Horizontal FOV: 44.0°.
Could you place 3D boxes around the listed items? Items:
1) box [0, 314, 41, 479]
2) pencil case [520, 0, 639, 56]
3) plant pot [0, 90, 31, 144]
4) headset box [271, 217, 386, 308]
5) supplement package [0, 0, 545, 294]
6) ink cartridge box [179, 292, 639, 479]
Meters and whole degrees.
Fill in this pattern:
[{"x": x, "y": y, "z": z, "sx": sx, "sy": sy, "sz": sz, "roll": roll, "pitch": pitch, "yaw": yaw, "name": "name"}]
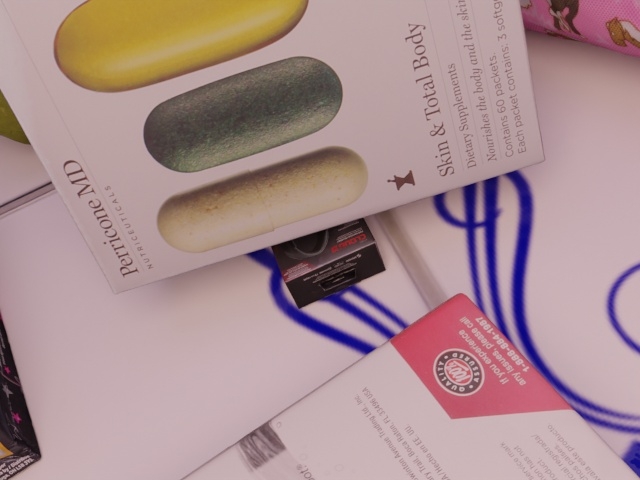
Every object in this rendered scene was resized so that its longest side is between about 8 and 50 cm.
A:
[{"x": -0.310, "y": 0.059, "z": 0.503, "sx": 0.163, "sy": 0.142, "sz": 0.247, "roll": -31, "pitch": 48, "yaw": -6, "name": "box"}, {"x": 0.253, "y": -0.179, "z": 0.442, "sx": 0.160, "sy": 0.167, "sz": 0.386, "roll": -21, "pitch": 33, "yaw": -31, "name": "pencil case"}, {"x": -0.216, "y": -0.237, "z": 0.639, "sx": 0.275, "sy": 0.275, "sz": 0.293, "roll": 35, "pitch": 93, "yaw": 38, "name": "plant pot"}, {"x": 0.000, "y": 0.000, "z": 0.509, "sx": 0.062, "sy": 0.032, "sz": 0.083, "roll": -24, "pitch": 47, "yaw": 1, "name": "headset box"}, {"x": -0.034, "y": -0.132, "z": 0.483, "sx": 0.263, "sy": 0.199, "sz": 0.198, "roll": -17, "pitch": 32, "yaw": 5, "name": "supplement package"}, {"x": 0.024, "y": 0.151, "z": 0.340, "sx": 0.218, "sy": 0.092, "sz": 0.158, "roll": -31, "pitch": 49, "yaw": -8, "name": "ink cartridge box"}]
